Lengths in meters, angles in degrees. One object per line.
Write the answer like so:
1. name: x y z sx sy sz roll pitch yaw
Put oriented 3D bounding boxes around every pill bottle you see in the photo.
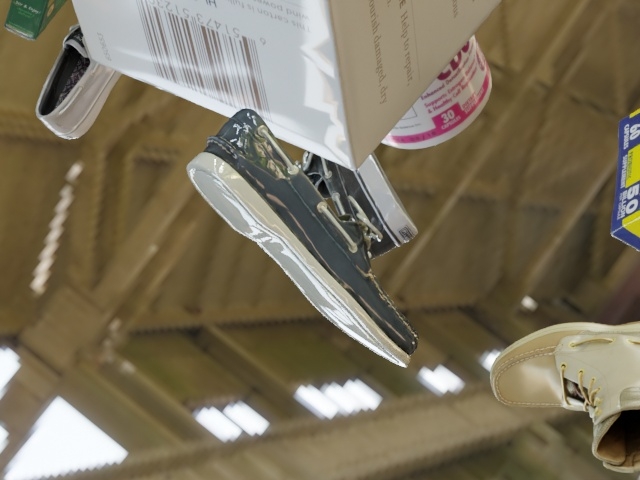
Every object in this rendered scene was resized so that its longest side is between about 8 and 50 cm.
1. pill bottle: 0.074 -0.248 2.052 0.160 0.160 0.283 -48 -44 -17

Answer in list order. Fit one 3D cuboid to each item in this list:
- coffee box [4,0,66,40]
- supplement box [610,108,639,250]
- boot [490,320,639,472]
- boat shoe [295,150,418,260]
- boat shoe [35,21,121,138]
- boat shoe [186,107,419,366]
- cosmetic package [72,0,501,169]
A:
1. coffee box: -0.269 -0.309 1.912 0.113 0.040 0.184 -64 -1 -49
2. supplement box: 0.574 -0.112 2.424 0.356 0.195 0.194 -32 38 45
3. boot: 0.304 0.178 2.067 0.203 0.262 0.095 -63 -38 -59
4. boat shoe: 0.020 -0.099 2.469 0.105 0.306 0.113 -32 -27 6
5. boat shoe: -0.248 -0.200 1.975 0.184 0.066 0.063 -59 -31 -2
6. boat shoe: 0.000 0.000 1.524 0.079 0.254 0.095 -49 13 -17
7. cosmetic package: -0.009 -0.348 1.708 0.394 0.329 0.327 -51 -31 -29
